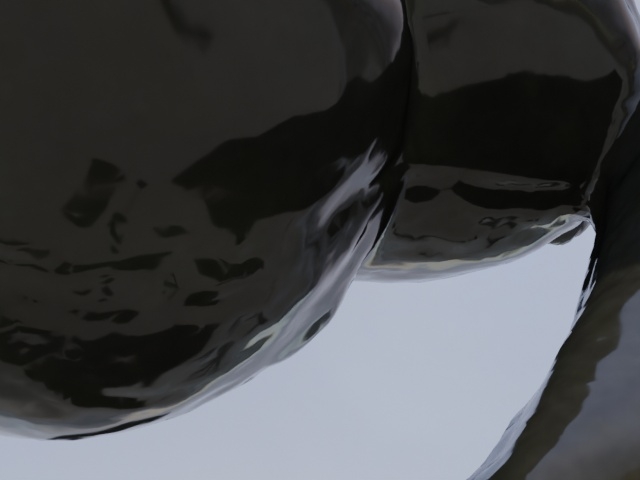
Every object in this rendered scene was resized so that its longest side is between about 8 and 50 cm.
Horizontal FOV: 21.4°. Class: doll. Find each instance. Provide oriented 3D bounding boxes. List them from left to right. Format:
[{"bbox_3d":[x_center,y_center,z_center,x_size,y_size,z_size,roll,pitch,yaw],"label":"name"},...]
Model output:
[{"bbox_3d":[0.005,-0.030,0.516,0.382,0.379,0.252,-26,-55,-43],"label":"doll"}]
